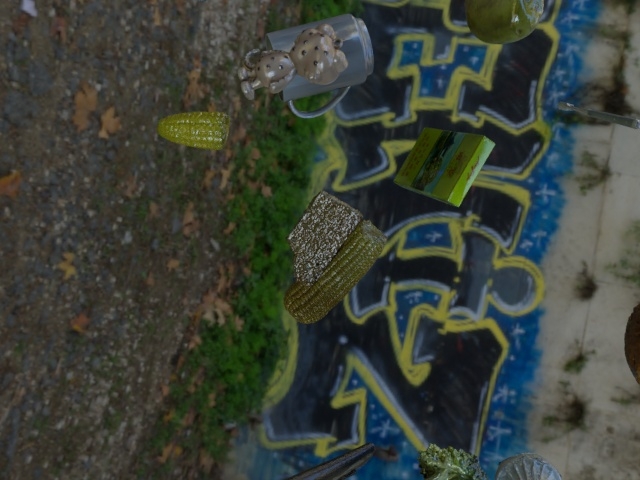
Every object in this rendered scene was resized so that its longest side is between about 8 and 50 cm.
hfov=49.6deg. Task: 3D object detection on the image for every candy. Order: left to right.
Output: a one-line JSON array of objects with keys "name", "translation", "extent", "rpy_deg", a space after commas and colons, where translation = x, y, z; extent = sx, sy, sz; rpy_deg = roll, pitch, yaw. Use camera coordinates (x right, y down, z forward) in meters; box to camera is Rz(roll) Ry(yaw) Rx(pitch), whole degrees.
[{"name": "candy", "translation": [-0.349, -0.304, 1.894], "extent": [0.094, 0.198, 0.106], "rpy_deg": [-77, 171, -67]}]

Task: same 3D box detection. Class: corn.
[{"name": "corn", "translation": [0.037, 0.087, 1.851], "extent": [0.344, 0.131, 0.131], "rpy_deg": [-48, -174, 24]}]

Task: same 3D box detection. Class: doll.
[{"name": "doll", "translation": [-0.073, -0.443, 1.726], "extent": [0.119, 0.277, 0.154], "rpy_deg": [51, 30, -64]}]

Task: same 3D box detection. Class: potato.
[{"name": "potato", "translation": [0.481, -0.613, 1.820], "extent": [0.228, 0.148, 0.197], "rpy_deg": [6, -85, 56]}]

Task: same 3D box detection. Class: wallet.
[{"name": "wallet", "translation": [-0.027, 0.537, 1.502], "extent": [0.321, 0.044, 0.171], "rpy_deg": [-10, 143, -39]}]

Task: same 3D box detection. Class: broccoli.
[{"name": "broccoli", "translation": [0.260, 0.588, 1.563], "extent": [0.263, 0.243, 0.247], "rpy_deg": [100, -7, -50]}]

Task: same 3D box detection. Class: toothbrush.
[{"name": "toothbrush", "translation": [0.751, -0.342, 1.880], "extent": [0.342, 0.030, 0.025], "rpy_deg": [-127, -138, -67]}]

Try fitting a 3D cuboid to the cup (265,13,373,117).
[{"name": "cup", "translation": [0.004, -0.586, 2.368], "extent": [0.237, 0.326, 0.323], "rpy_deg": [-117, -166, -56]}]

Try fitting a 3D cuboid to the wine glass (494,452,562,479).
[{"name": "wine glass", "translation": [0.490, 0.602, 1.603], "extent": [0.196, 0.164, 0.165], "rpy_deg": [-27, 127, -79]}]

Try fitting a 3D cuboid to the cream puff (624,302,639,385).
[{"name": "cream puff", "translation": [0.719, 0.192, 1.271], "extent": [0.303, 0.302, 0.212], "rpy_deg": [92, 22, -54]}]

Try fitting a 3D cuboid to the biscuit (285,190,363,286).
[{"name": "biscuit", "translation": [-0.012, -0.002, 1.661], "extent": [0.237, 0.131, 0.026], "rpy_deg": [-54, -160, 21]}]

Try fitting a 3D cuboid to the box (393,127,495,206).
[{"name": "box", "translation": [0.322, -0.205, 1.858], "extent": [0.187, 0.047, 0.335], "rpy_deg": [-59, -158, 2]}]
